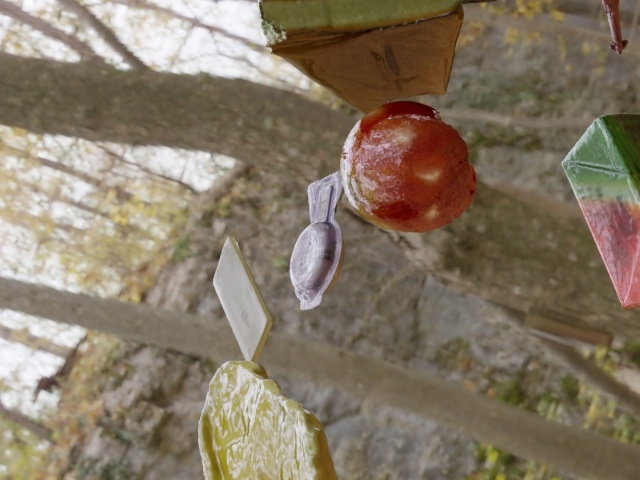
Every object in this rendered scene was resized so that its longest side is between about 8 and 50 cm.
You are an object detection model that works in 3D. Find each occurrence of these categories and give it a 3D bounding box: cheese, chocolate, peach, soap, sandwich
[{"bbox_3d":[0.000,0.000,1.529,0.042,0.105,0.191,21,-114,-30],"label":"cheese"},{"bbox_3d":[0.633,-0.054,2.110,0.360,0.161,0.341,-5,-112,-39],"label":"chocolate"},{"bbox_3d":[0.089,-0.074,1.241,0.118,0.151,0.151,-45,-29,-85],"label":"peach"},{"bbox_3d":[-0.031,0.360,1.305,0.115,0.306,0.427,-23,-74,-26],"label":"soap"},{"bbox_3d":[0.036,-0.253,1.382,0.198,0.227,0.155,95,166,-65],"label":"sandwich"}]

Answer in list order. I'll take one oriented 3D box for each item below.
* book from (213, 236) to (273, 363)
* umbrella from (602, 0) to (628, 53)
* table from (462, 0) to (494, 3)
[{"bbox_3d":[-0.141,0.109,2.092,0.016,0.199,0.138,-8,-37,-27],"label":"book"},{"bbox_3d":[0.448,-0.367,1.801,0.027,0.025,0.165,-29,-66,-32],"label":"umbrella"},{"bbox_3d":[0.167,-0.472,1.901,0.172,0.193,0.169,-120,22,-69],"label":"table"}]
